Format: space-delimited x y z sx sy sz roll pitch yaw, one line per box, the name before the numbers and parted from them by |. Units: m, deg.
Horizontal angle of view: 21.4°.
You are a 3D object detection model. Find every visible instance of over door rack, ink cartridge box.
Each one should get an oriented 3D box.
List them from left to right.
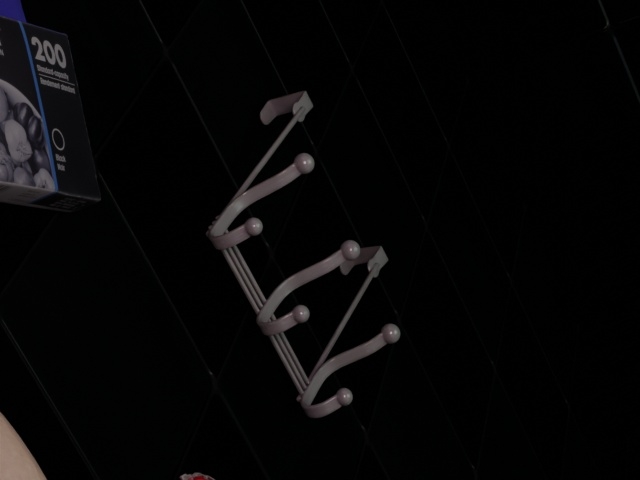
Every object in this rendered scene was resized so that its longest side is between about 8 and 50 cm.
ink cartridge box | -0.263 -0.132 1.353 0.206 0.045 0.208 8 65 -66
over door rack | 0.000 0.000 1.812 0.240 0.108 0.324 63 23 -23

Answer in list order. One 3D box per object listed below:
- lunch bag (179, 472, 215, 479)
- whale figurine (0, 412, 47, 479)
lunch bag | -0.122 0.317 1.221 0.258 0.120 0.293 58 32 -17
whale figurine | -0.238 0.191 0.861 0.141 0.272 0.216 -17 62 -46
